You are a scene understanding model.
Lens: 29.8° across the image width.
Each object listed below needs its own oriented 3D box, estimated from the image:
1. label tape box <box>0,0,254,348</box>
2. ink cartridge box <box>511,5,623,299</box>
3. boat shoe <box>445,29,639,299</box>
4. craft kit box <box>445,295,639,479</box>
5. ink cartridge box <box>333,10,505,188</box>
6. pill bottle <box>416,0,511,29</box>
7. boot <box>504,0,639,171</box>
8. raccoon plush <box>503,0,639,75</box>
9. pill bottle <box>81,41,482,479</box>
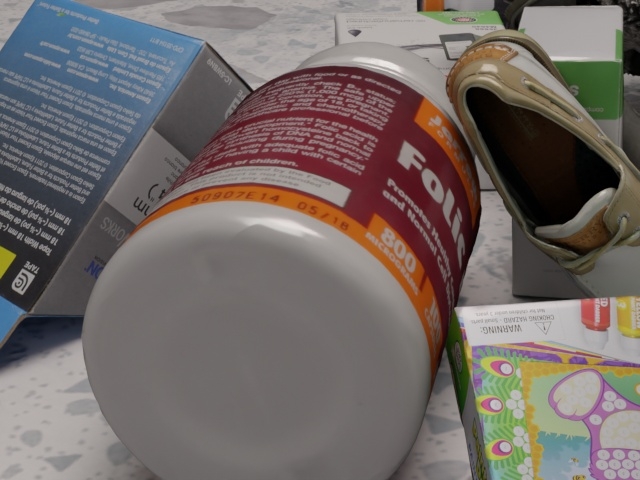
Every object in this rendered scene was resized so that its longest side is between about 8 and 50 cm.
[{"bbox_3d":[-0.240,-0.040,1.060,0.240,0.106,0.334,24,77,39],"label":"label tape box"},{"bbox_3d":[0.216,-0.078,1.051,0.092,0.219,0.160,2,26,13],"label":"ink cartridge box"},{"bbox_3d":[0.201,-0.022,0.922,0.302,0.113,0.103,47,28,-5],"label":"boat shoe"},{"bbox_3d":[0.213,0.144,0.682,0.249,0.061,0.247,-4,57,-6],"label":"craft kit box"},{"bbox_3d":[0.116,-0.162,1.330,0.198,0.115,0.273,-1,27,-1],"label":"ink cartridge box"},{"bbox_3d":[0.256,-0.333,1.647,0.245,0.130,0.130,-2,27,-2],"label":"pill bottle"},{"bbox_3d":[0.261,-0.142,1.151,0.076,0.209,0.189,-31,-13,5],"label":"boot"},{"bbox_3d":[0.347,-0.361,1.278,0.216,0.299,0.446,14,-4,36],"label":"raccoon plush"},{"bbox_3d":[0.000,0.000,0.895,0.224,0.224,0.392,6,28,12],"label":"pill bottle"}]
